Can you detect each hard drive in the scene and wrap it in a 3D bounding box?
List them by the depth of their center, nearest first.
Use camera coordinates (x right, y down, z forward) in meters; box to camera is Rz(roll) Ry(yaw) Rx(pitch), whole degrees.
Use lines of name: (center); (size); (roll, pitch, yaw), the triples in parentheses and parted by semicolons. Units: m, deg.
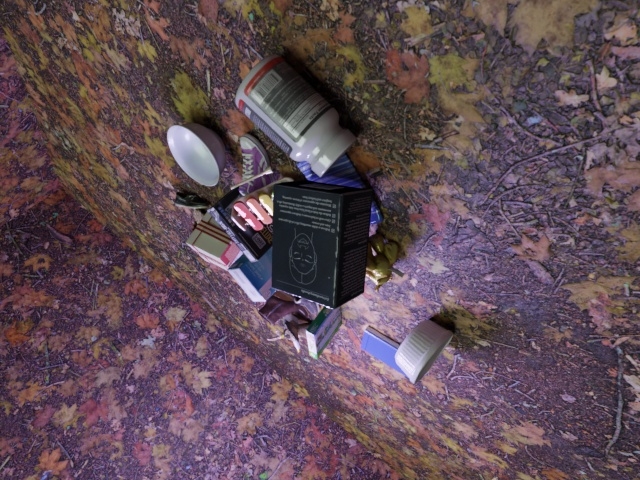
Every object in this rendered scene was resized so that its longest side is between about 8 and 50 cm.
hard drive: (0.362, 0.585, 2.147); (0.318, 0.040, 0.210); (28, 144, 19)

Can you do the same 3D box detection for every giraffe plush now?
giraffe plush: (0.228, 0.104, 1.627); (0.210, 0.181, 0.171); (49, 162, 20)

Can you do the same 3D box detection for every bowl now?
bowl: (-0.514, -0.398, 1.818); (0.297, 0.134, 0.298); (27, 145, 22)

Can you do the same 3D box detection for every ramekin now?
ramekin: (0.428, 0.456, 1.745); (0.127, 0.272, 0.273); (38, 149, 28)

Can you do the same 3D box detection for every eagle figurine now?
eagle figurine: (-0.135, 0.545, 2.439); (0.225, 0.226, 0.298); (52, 141, -5)

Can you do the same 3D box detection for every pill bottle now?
pill bottle: (-0.074, -0.386, 1.318); (0.363, 0.210, 0.210); (44, 147, -4)

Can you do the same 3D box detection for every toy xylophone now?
toy xylophone: (-0.225, -0.166, 1.671); (0.322, 0.081, 0.236); (-28, 144, 15)

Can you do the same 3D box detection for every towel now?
towel: (0.071, -0.184, 1.559); (0.243, 0.040, 0.336); (-10, 122, 49)

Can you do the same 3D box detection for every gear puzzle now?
gear puzzle: (-0.673, -0.063, 2.448); (0.175, 0.044, 0.339); (38, 146, 18)

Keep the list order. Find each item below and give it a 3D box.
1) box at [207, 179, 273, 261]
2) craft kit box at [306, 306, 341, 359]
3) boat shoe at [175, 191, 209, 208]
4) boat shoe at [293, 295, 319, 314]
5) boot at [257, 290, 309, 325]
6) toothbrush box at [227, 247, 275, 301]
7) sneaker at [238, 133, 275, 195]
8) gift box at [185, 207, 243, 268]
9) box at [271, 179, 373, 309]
box: (-0.318, -0.094, 1.872); (0.076, 0.242, 0.308); (-14, 117, 52)
craft kit box: (0.024, 0.450, 2.146); (0.060, 0.250, 0.247); (22, 141, 27)
boat shoe: (-0.708, -0.217, 2.273); (0.232, 0.084, 0.079); (13, 103, 28)
boat shoe: (-0.105, 0.304, 2.249); (0.102, 0.092, 0.285); (-1, 128, 46)
boot: (-0.210, 0.414, 2.376); (0.248, 0.207, 0.090); (36, 147, 8)
toothbrush box: (-0.267, 0.120, 2.017); (0.126, 0.295, 0.216); (-9, 121, 49)
sneaker: (-0.284, -0.282, 1.698); (0.102, 0.161, 0.282); (12, 136, 39)
gift box: (-0.508, -0.010, 2.166); (0.257, 0.277, 0.255); (22, 156, 21)
box: (0.000, 0.000, 1.489); (0.293, 0.211, 0.396); (14, 108, 34)
